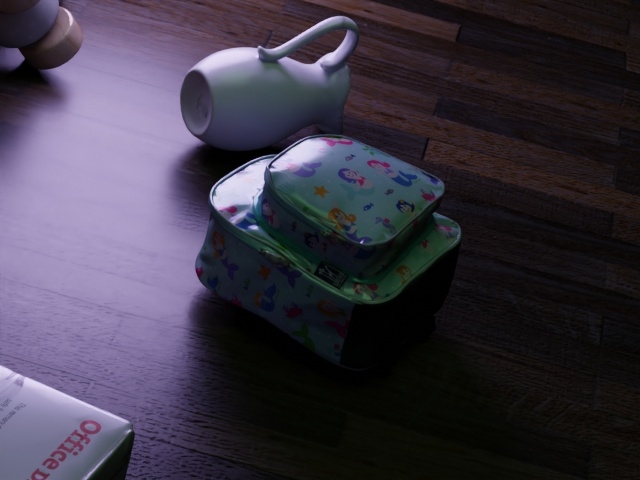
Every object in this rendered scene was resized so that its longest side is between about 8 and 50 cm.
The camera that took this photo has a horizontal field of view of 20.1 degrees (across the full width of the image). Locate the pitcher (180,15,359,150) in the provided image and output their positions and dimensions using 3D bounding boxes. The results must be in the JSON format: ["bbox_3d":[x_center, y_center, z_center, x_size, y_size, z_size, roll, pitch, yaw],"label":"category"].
[{"bbox_3d":[-0.056,-0.196,2.208,0.207,0.177,0.125,-7,43,-32],"label":"pitcher"}]

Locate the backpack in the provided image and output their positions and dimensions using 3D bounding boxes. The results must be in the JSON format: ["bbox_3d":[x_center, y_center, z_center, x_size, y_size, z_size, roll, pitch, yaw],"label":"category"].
[{"bbox_3d":[0.000,0.000,1.925,0.253,0.191,0.225,22,33,23],"label":"backpack"}]

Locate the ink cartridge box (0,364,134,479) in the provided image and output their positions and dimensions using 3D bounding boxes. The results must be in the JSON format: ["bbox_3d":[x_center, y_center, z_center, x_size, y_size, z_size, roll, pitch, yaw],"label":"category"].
[{"bbox_3d":[-0.334,0.196,1.530,0.289,0.121,0.211,22,32,14],"label":"ink cartridge box"}]

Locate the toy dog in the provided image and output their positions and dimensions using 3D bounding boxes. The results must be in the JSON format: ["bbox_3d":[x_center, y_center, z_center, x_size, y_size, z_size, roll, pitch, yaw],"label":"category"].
[{"bbox_3d":[-0.425,-0.338,2.315,0.161,0.220,0.333,-25,30,-1],"label":"toy dog"}]
